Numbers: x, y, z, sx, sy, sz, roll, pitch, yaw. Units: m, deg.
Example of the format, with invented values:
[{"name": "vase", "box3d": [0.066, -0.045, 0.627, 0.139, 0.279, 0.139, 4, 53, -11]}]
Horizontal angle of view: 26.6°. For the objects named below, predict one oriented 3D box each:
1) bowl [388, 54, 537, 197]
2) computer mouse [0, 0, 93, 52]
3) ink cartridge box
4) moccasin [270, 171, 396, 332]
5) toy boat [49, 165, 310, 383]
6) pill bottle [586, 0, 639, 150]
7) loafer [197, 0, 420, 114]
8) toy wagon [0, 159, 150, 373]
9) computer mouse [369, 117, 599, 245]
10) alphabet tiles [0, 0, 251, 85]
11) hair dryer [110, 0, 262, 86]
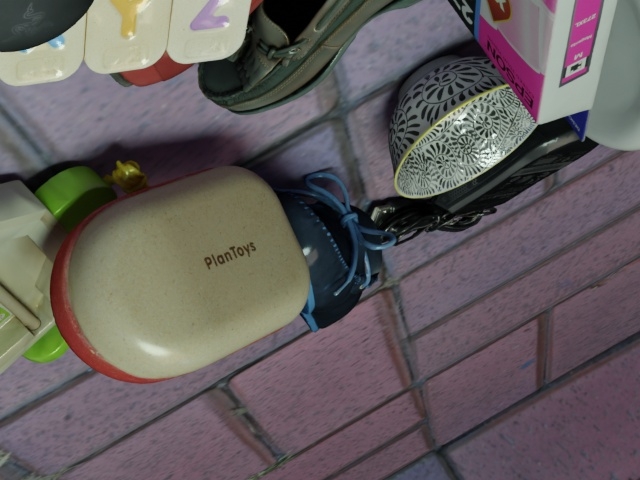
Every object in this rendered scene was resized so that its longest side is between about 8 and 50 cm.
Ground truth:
[{"name": "bowl", "box3d": [0.124, -0.122, 1.285, 0.170, 0.080, 0.170, -26, 157, -12]}, {"name": "computer mouse", "box3d": [-0.244, -0.146, 0.692, 0.184, 0.060, 0.262, -34, 138, 13]}, {"name": "ink cartridge box", "box3d": [0.144, -0.210, 0.996, 0.069, 0.175, 0.371, -29, 158, -5]}, {"name": "moccasin", "box3d": [0.000, 0.000, 1.361, 0.117, 0.137, 0.342, -34, 172, -3]}, {"name": "toy boat", "box3d": [-0.130, 0.036, 1.123, 0.151, 0.151, 0.231, -26, 178, 41]}, {"name": "pill bottle", "box3d": [0.380, -0.231, 1.208, 0.363, 0.210, 0.210, -22, 156, -22]}, {"name": "loafer", "box3d": [-0.007, -0.178, 0.960, 0.267, 0.096, 0.084, -31, 155, 36]}, {"name": "toy wagon", "box3d": [-0.283, 0.048, 1.096, 0.344, 0.068, 0.267, -44, 160, -9]}, {"name": "computer mouse", "box3d": [0.185, -0.085, 1.471, 0.272, 0.072, 0.188, -33, 164, 38]}, {"name": "alphabet tiles", "box3d": [-0.102, -0.208, 0.782, 0.284, 0.021, 0.278, -11, 137, -26]}, {"name": "hair dryer", "box3d": [-0.116, -0.179, 0.857, 0.293, 0.080, 0.223, -19, 154, -29]}]
